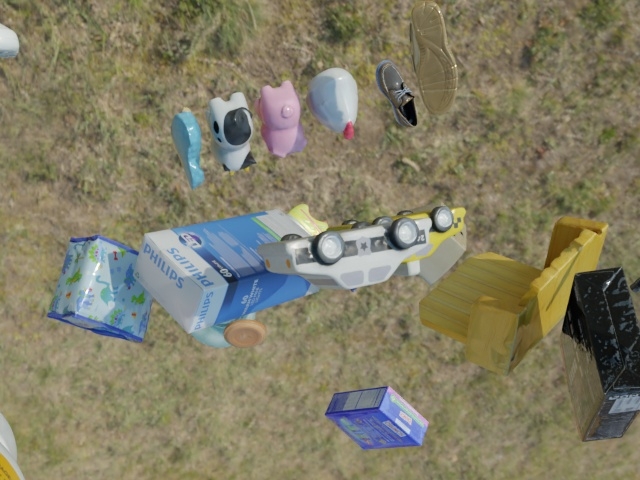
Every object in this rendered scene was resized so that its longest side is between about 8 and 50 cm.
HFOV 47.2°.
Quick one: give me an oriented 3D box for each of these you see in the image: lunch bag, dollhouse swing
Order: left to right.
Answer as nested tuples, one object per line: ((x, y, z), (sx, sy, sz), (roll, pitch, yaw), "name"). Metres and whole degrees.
((-0.313, 0.075, 1.097), (0.096, 0.129, 0.151), (-3, 159, 41), "lunch bag")
((0.418, 0.079, 1.700), (0.347, 0.305, 0.315), (-37, 144, -26), "dollhouse swing")

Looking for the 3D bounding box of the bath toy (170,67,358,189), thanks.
((-0.085, -0.201, 1.318), (0.348, 0.129, 0.151), (-20, 172, -13), "bath toy")

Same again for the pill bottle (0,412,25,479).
((-0.185, 0.140, 0.299), (0.117, 0.208, 0.118), (-4, 104, -14), "pill bottle")

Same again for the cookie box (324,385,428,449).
((0.076, 0.243, 0.994), (0.107, 0.040, 0.092), (-19, 124, 45), "cookie box")

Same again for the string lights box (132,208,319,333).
((-0.118, 0.034, 1.046), (0.259, 0.133, 0.077), (-14, 135, -48), "string lights box")

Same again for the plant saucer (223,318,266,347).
((-0.146, 0.183, 1.416), (0.083, 0.013, 0.083), (-4, 136, -4), "plant saucer")

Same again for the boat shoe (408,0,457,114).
((0.171, -0.278, 1.124), (0.063, 0.059, 0.170), (-8, 100, 0), "boat shoe")

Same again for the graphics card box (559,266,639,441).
((0.539, 0.232, 1.412), (0.094, 0.233, 0.371), (-8, 151, 10), "graphics card box")

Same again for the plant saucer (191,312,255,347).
((-0.249, 0.169, 1.832), (0.195, 0.195, 0.037), (-1, 163, -25), "plant saucer")

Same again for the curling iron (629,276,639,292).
((0.679, -0.002, 1.368), (0.035, 0.068, 0.274), (-30, 156, -55), "curling iron")

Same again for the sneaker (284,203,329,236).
((0.000, 0.000, 1.661), (0.208, 0.094, 0.081), (49, 147, -18), "sneaker")

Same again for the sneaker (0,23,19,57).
((-0.508, -0.311, 0.999), (0.090, 0.235, 0.095), (0, 108, -71), "sneaker")

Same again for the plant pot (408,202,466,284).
((0.209, -0.004, 1.345), (0.096, 0.109, 0.109), (-33, 118, 33), "plant pot")

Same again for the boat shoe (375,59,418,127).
((0.195, -0.352, 1.764), (0.066, 0.066, 0.183), (-38, 124, -5), "boat shoe")

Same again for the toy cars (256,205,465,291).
((0.071, 0.015, 0.910), (0.176, 0.087, 0.393), (-8, -177, 22), "toy cars")
